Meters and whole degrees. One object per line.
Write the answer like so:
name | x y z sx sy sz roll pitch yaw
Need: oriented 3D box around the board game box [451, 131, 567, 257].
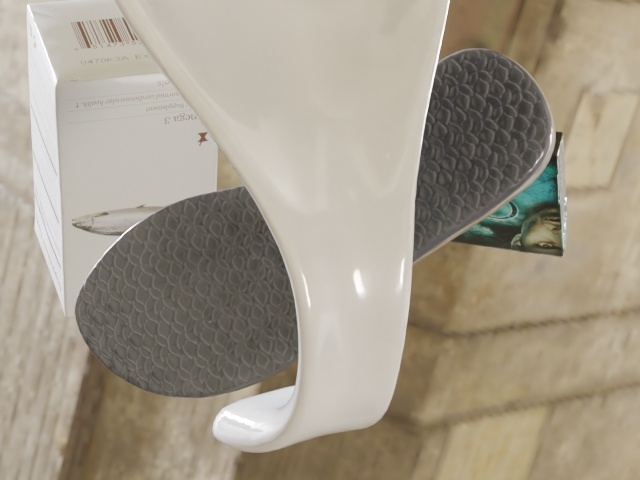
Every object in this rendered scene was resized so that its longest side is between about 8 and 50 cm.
board game box | 0.085 -0.043 1.107 0.186 0.126 0.026 8 58 17

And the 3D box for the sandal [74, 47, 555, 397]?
sandal | 0.001 0.000 0.744 0.097 0.254 0.054 64 9 7

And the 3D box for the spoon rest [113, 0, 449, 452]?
spoon rest | -0.008 -0.054 0.511 0.137 0.276 0.084 -13 18 -24

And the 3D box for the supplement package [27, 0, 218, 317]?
supplement package | -0.129 -0.056 0.990 0.105 0.179 0.105 -9 39 -18
